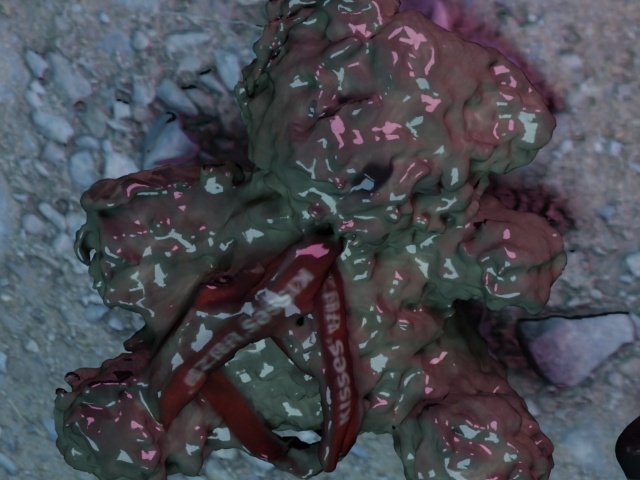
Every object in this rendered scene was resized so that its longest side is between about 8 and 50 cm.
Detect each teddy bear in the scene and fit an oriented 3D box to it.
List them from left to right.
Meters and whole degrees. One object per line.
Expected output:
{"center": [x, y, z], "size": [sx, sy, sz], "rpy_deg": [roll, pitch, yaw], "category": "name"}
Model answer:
{"center": [0.000, 0.000, 1.219], "size": [0.357, 0.224, 0.367], "rpy_deg": [7, 123, 7], "category": "teddy bear"}

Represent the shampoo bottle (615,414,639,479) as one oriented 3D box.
{"center": [0.311, 0.244, 1.252], "size": [0.101, 0.101, 0.283], "rpy_deg": [-23, 98, 37], "category": "shampoo bottle"}
